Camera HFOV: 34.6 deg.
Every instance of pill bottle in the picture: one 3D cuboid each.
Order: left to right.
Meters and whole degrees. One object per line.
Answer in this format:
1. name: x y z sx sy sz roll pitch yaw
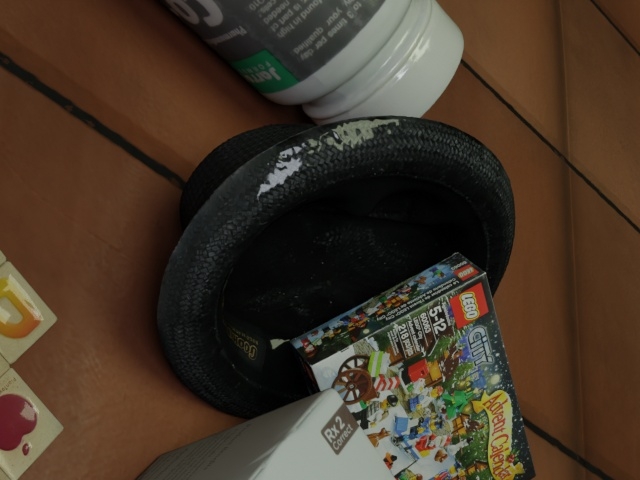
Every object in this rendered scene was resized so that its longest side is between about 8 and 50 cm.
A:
1. pill bottle: -0.039 -0.261 0.978 0.361 0.204 0.204 41 42 -26

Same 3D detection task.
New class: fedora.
1. fedora: 0.000 0.000 0.865 0.334 0.334 0.152 18 25 -44

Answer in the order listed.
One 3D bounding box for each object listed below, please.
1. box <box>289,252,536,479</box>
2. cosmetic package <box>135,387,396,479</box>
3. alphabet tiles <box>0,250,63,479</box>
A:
1. box: 0.085 0.144 0.860 0.044 0.159 0.233 44 -22 56
2. cosmetic package: -0.048 0.219 0.684 0.151 0.184 0.151 57 37 -8
3. alphabet tiles: -0.313 0.043 0.619 0.342 0.011 0.285 53 37 -13
